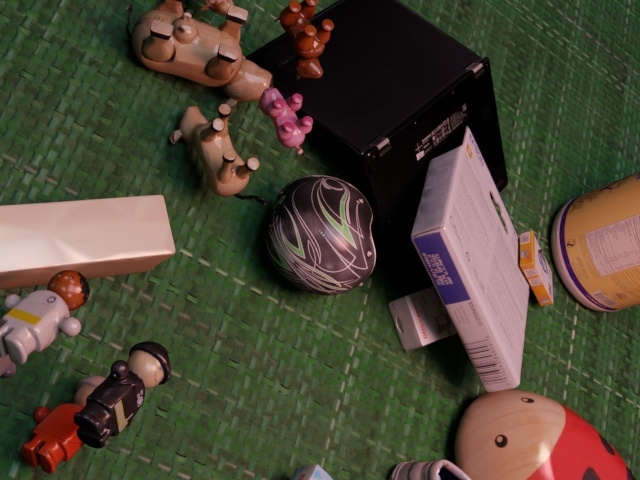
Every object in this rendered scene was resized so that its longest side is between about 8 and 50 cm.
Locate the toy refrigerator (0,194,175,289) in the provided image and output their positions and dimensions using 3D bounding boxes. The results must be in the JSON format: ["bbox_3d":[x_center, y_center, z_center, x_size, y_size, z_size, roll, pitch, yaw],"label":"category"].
[{"bbox_3d":[-0.338,-0.001,1.231,0.269,0.102,0.094,-7,78,-36],"label":"toy refrigerator"}]

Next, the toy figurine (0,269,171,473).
[{"bbox_3d":[-0.309,0.150,1.132,0.209,0.213,0.148,48,44,-8],"label":"toy figurine"}]

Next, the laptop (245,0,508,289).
[{"bbox_3d":[0.115,-0.199,1.673,0.382,0.236,0.408,-40,126,-37],"label":"laptop"}]

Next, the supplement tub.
[{"bbox_3d":[0.626,-0.014,1.764,0.241,0.331,0.241,13,67,-31],"label":"supplement tub"}]

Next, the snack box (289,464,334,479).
[{"bbox_3d":[0.042,0.493,1.329,0.322,0.060,0.187,48,50,-18],"label":"snack box"}]

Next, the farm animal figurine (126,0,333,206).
[{"bbox_3d":[-0.151,-0.247,1.422,0.326,0.172,0.330,34,64,-7],"label":"farm animal figurine"}]

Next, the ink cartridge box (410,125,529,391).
[{"bbox_3d":[0.261,0.025,1.581,0.324,0.071,0.330,61,27,-25],"label":"ink cartridge box"}]

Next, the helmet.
[{"bbox_3d":[0.000,0.000,1.430,0.169,0.169,0.162,25,45,-26],"label":"helmet"}]

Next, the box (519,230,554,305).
[{"bbox_3d":[0.400,0.057,1.738,0.136,0.028,0.081,58,30,-38],"label":"box"}]

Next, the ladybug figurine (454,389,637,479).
[{"bbox_3d":[0.411,0.433,1.562,0.449,0.162,0.305,47,53,-12],"label":"ladybug figurine"}]

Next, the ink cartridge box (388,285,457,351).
[{"bbox_3d":[0.183,0.125,1.582,0.122,0.052,0.089,-15,83,-36],"label":"ink cartridge box"}]

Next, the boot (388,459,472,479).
[{"bbox_3d":[0.214,0.446,1.444,0.258,0.123,0.095,53,53,-8],"label":"boot"}]
